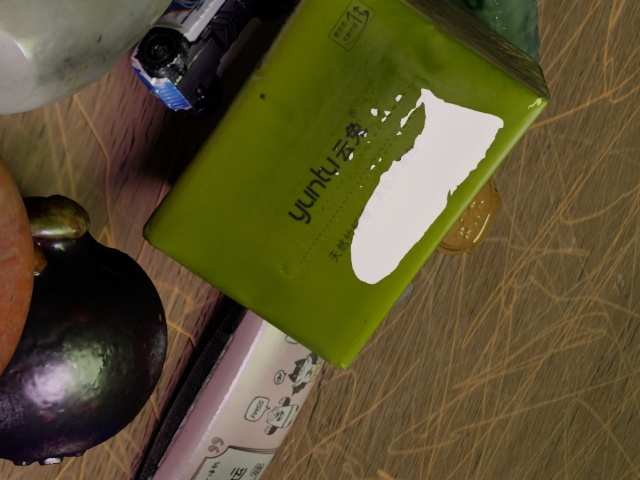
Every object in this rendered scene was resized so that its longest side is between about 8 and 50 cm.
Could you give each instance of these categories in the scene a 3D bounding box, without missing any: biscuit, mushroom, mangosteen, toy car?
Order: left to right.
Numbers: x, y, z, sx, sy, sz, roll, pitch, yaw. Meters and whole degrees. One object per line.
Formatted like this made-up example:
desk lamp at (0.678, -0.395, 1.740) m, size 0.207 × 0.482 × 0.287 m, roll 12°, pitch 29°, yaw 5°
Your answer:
mangosteen at (-0.211, 0.047, 1.047) m, size 0.194 × 0.194 × 0.230 m, roll -20°, pitch 102°, yaw -47°
mushroom at (-0.167, -0.176, 1.016) m, size 0.270 × 0.103 × 0.118 m, roll -47°, pitch 153°, yaw -41°
toy car at (-0.085, -0.183, 1.137) m, size 0.170 × 0.070 × 0.080 m, roll -55°, pitch 147°, yaw -9°
biscuit at (0.166, -0.038, 1.636) m, size 0.140 × 0.023 × 0.118 m, roll -3°, pitch 116°, yaw -53°

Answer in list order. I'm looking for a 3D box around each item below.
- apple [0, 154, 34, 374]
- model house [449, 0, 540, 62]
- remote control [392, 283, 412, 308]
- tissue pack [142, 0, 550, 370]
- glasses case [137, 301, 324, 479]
apple at (-0.303, 0.011, 0.852) m, size 0.253 × 0.253 × 0.253 m, roll -33°, pitch 137°, yaw -37°
model house at (0.173, -0.320, 1.297) m, size 0.325 × 0.194 × 0.267 m, roll -49°, pitch 145°, yaw -26°
remote control at (0.000, 0.000, 1.409) m, size 0.109 × 0.055 × 0.313 m, roll -40°, pitch 140°, yaw -6°
tissue pack at (0.021, -0.073, 1.153) m, size 0.274 × 0.200 × 0.167 m, roll -54°, pitch -174°, yaw 17°
glasses case at (-0.080, 0.160, 1.373) m, size 0.122 × 0.075 × 0.314 m, roll 19°, pitch 103°, yaw -49°
